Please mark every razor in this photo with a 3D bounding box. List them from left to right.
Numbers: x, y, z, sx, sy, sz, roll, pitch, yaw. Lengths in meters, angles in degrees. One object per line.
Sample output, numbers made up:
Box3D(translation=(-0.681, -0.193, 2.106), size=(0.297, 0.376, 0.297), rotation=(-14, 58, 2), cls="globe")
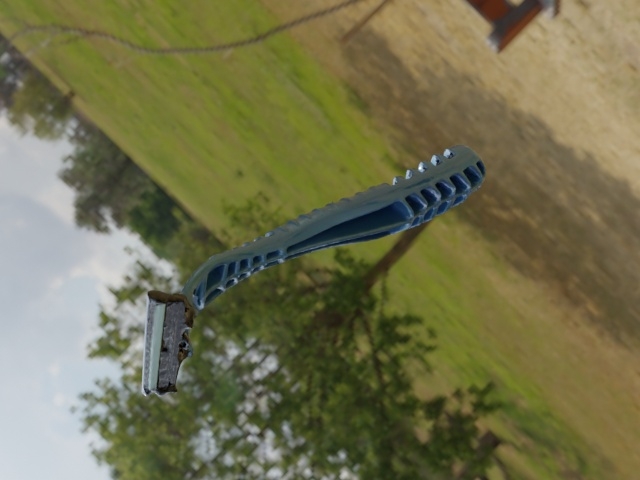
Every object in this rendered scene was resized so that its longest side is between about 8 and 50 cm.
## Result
Box3D(translation=(0.000, 0.000, 0.657), size=(0.042, 0.253, 0.082), rotation=(44, 145, 29), cls="razor")
